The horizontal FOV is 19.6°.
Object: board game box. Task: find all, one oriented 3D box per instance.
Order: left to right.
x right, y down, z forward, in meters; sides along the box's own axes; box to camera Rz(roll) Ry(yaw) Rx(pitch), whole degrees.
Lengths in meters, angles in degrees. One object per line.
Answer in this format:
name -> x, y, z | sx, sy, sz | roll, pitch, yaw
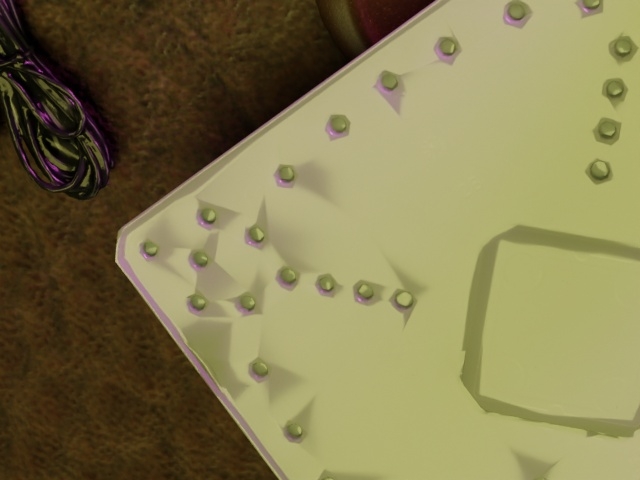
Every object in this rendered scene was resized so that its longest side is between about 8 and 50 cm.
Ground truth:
board game box -> 0.144, 0.046, 1.061 | 0.390, 0.050, 0.390 | -35, 96, 18

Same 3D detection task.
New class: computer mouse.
computer mouse -> -0.280, -0.060, 1.186 | 0.272, 0.072, 0.188 | -29, 108, 12

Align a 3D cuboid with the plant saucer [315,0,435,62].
plant saucer -> 0.088, -0.150, 1.070 | 0.198, 0.036, 0.198 | 5, 119, 9
